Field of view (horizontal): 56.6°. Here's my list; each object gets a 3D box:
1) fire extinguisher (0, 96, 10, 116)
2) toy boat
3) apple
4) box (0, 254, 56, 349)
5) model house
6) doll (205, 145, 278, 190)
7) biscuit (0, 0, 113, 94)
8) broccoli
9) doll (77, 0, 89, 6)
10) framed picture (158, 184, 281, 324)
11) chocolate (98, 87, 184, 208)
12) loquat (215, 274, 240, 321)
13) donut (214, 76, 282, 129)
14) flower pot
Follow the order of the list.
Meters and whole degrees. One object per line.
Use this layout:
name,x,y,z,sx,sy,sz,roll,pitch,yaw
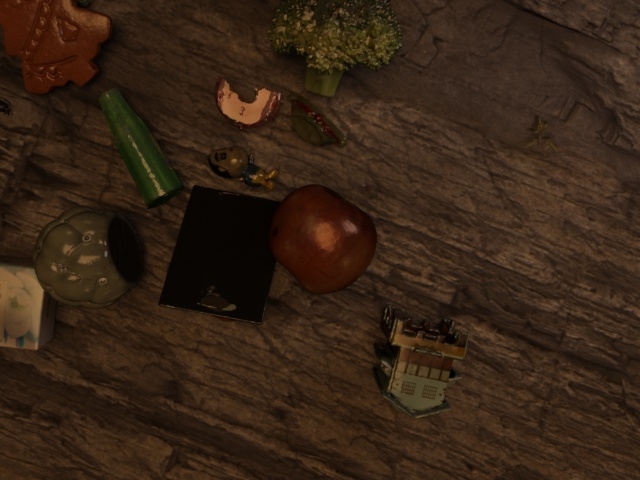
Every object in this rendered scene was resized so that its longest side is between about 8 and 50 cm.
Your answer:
fire extinguisher,-0.796,-0.340,1.463,0.083,0.025,0.038,32,73,-3
toy boat,-0.017,-0.283,1.442,0.185,0.071,0.089,42,138,-4
apple,0.000,0.000,1.391,0.253,0.253,0.254,0,97,0
box,-0.804,0.143,1.459,0.274,0.116,0.203,8,96,-7
model house,0.228,0.288,1.434,0.198,0.224,0.215,15,93,-3
doll,-0.192,-0.179,1.449,0.179,0.102,0.089,14,135,-2
biscuit,-0.650,-0.498,1.388,0.284,0.043,0.306,-35,107,18
broccoli,0.026,-0.469,1.347,0.288,0.235,0.260,35,96,33
doll,-0.591,-0.611,1.410,0.150,0.077,0.115,-34,106,-7
framed picture,-0.226,0.027,1.423,0.244,0.013,0.324,11,65,0
chocolate,-0.442,-0.227,1.439,0.110,0.110,0.291,-28,93,4
loquat,-0.213,0.130,1.459,0.141,0.141,0.141,0,97,0
donut,-0.178,-0.323,1.439,0.166,0.065,0.117,13,95,0
flower pot,-0.546,0.042,1.401,0.195,0.246,0.246,-12,96,9
